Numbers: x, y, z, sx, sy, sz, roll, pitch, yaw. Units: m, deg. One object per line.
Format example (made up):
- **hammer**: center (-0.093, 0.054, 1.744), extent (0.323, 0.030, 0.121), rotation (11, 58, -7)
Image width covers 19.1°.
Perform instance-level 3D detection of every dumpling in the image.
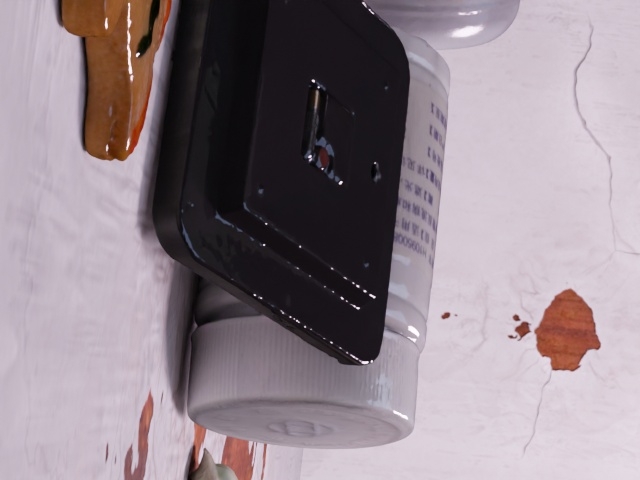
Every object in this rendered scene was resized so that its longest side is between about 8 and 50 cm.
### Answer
- **dumpling**: center (-0.093, 0.209, 1.647), extent (0.077, 0.043, 0.059), rotation (13, 66, -71)

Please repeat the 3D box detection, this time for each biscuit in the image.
- **biscuit**: center (-0.097, -0.158, 0.958), extent (0.250, 0.036, 0.165), rotation (91, 5, -52)

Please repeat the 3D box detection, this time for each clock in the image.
- **clock**: center (-0.013, -0.075, 1.362), extent (0.273, 0.049, 0.279), rotation (34, 56, -52)

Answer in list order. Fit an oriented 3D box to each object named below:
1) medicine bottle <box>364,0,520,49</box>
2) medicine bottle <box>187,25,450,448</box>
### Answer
- **medicine bottle**: center (0.079, -0.351, 1.803), extent (0.245, 0.245, 0.306), rotation (-74, 168, -72)
- **medicine bottle**: center (0.000, 0.000, 1.562), extent (0.190, 0.190, 0.332), rotation (87, 10, -69)
